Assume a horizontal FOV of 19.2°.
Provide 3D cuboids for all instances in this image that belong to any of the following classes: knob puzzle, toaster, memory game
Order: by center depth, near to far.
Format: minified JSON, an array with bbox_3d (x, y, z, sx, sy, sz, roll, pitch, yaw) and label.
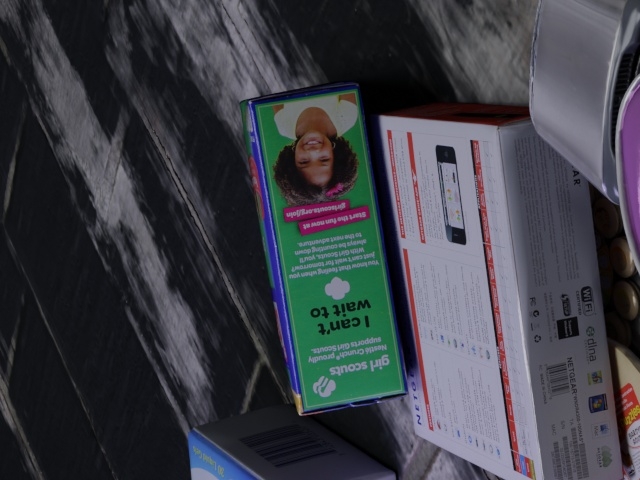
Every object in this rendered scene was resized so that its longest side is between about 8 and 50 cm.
[{"bbox_3d":[0.247,-0.146,1.488,0.146,0.129,0.227,41,135,54],"label":"toaster"},{"bbox_3d":[0.274,0.168,1.679,0.213,0.030,0.213,167,90,-70],"label":"knob puzzle"},{"bbox_3d":[0.233,0.022,1.720,0.186,0.012,0.186,38,134,53],"label":"memory game"}]

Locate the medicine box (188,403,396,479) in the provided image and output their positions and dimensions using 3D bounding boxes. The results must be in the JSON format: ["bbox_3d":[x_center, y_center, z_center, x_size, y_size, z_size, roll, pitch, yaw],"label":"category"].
[{"bbox_3d":[-0.029,0.378,2.247,0.263,0.149,0.289,25,123,58],"label":"medicine box"}]

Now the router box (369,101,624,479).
[{"bbox_3d":[0.157,0.042,1.757,0.301,0.082,0.335,-162,62,-69],"label":"router box"}]

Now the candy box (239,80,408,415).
[{"bbox_3d":[0.000,0.000,1.956,0.268,0.122,0.317,-135,34,-84],"label":"candy box"}]

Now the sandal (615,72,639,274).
[{"bbox_3d":[0.286,0.049,1.285,0.169,0.102,0.416,-31,62,37],"label":"sandal"}]
